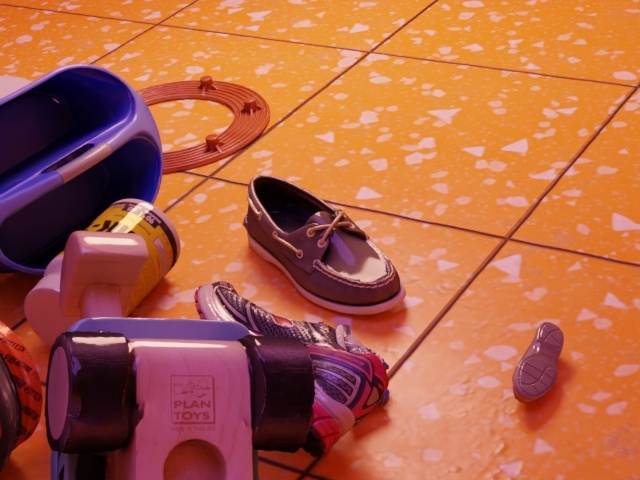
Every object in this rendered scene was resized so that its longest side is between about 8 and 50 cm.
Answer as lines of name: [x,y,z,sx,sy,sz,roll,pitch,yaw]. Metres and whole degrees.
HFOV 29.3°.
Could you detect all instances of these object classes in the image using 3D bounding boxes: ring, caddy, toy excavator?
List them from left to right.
caddy: [-0.366,-0.095,1.664,0.179,0.241,0.341,-7,24,44]
toy excavator: [-0.189,0.167,1.219,0.222,0.432,0.445,3,-14,-24]
ring: [-0.252,-0.203,2.045,0.337,0.032,0.336,-6,31,4]

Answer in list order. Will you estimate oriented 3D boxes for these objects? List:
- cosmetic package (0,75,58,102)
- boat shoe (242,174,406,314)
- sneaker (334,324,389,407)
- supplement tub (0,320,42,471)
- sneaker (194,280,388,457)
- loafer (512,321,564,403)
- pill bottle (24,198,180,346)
cosmetic package: [-0.582,-0.080,1.789,0.230,0.161,0.453,13,37,31]
boat shoe: [-0.004,0.002,1.591,0.109,0.091,0.305,-25,35,-26]
sneaker: [0.046,0.146,1.394,0.058,0.052,0.135,-2,37,-10]
supplement tub: [-0.453,0.197,1.222,0.207,0.207,0.338,10,20,28]
sneaker: [-0.040,0.126,1.354,0.112,0.120,0.299,-36,41,-16]
loafer: [0.240,0.143,1.365,0.045,0.039,0.125,33,43,2]
pill bottle: [-0.277,0.045,1.559,0.119,0.119,0.208,7,34,23]
